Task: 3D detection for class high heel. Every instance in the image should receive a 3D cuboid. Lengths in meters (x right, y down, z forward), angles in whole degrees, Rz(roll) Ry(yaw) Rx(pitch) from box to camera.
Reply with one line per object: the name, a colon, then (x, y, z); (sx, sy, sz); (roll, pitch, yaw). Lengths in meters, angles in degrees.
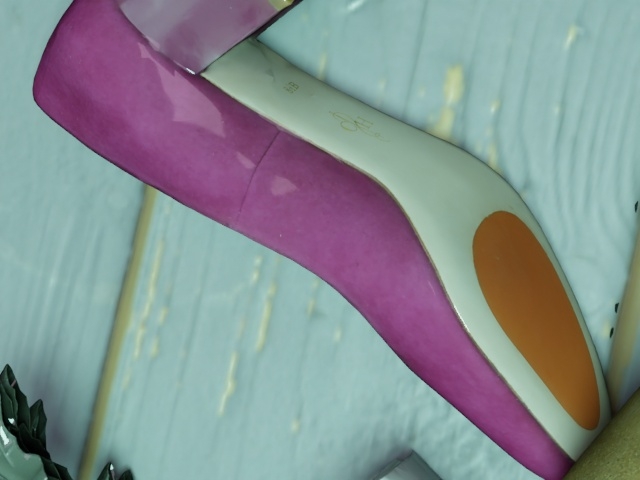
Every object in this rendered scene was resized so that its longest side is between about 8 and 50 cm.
high heel: (0.000, 0.000, 0.803); (0.181, 0.127, 0.377); (-37, 85, 34)

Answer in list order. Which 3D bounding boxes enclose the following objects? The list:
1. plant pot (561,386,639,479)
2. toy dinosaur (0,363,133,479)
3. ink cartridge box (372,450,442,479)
plant pot: (0.275, 0.077, 0.688); (0.237, 0.237, 0.254); (31, 78, 10)
toy dinosaur: (-0.201, 0.195, 0.763); (0.218, 0.164, 0.322); (-31, 71, 2)
ink cartridge box: (0.069, 0.297, 0.739); (0.306, 0.131, 0.226); (44, 94, 8)
